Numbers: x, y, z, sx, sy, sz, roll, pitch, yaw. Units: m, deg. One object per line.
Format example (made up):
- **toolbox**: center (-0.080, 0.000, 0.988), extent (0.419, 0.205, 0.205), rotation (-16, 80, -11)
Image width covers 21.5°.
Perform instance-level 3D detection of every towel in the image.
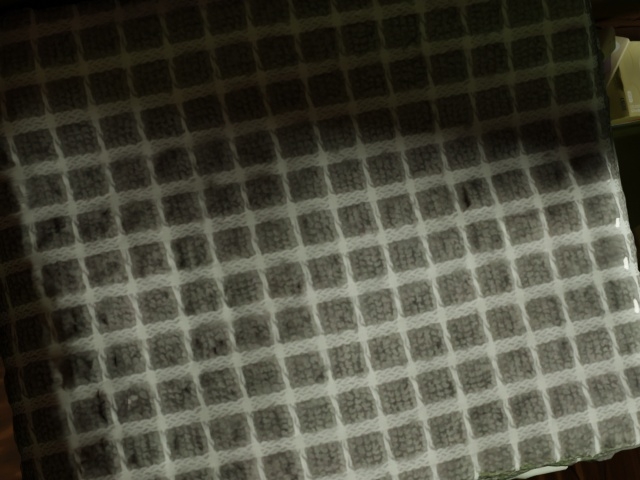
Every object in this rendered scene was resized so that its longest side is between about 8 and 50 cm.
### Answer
- **towel**: center (0.000, 0.000, 0.712), extent (0.283, 0.235, 0.121), rotation (-12, 173, -8)

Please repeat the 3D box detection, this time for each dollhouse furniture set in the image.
- **dollhouse furniture set**: center (0.161, -0.138, 1.203), extent (0.114, 0.091, 0.081), rotation (11, -130, 22)

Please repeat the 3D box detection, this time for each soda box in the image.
- **soda box**: center (0.256, -0.127, 1.370), extent (0.058, 0.061, 0.181), rotation (-13, 178, 35)

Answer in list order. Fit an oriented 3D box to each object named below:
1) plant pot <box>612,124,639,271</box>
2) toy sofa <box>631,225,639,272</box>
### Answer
- **plant pot**: center (0.224, -0.007, 1.599), extent (0.323, 0.280, 0.323), rotation (-11, 179, 0)
- **toy sofa**: center (0.358, -0.039, 1.118), extent (0.177, 0.150, 0.362), rotation (-8, 151, -16)
